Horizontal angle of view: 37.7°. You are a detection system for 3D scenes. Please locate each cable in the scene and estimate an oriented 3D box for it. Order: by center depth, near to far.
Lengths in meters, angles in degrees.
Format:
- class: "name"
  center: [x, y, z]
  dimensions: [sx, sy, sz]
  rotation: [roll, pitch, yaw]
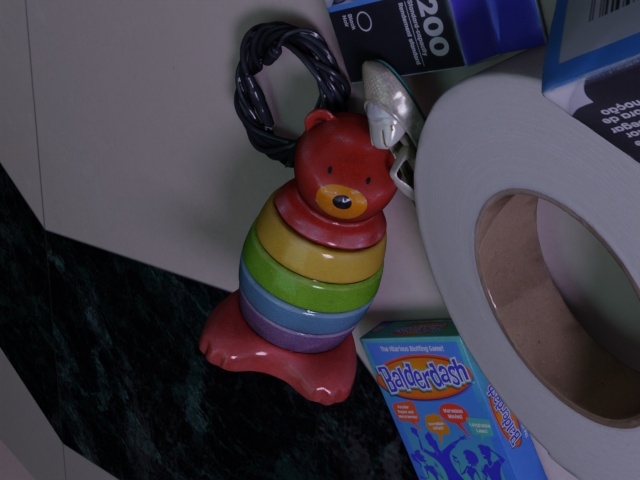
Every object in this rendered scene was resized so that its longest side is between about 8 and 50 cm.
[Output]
- class: "cable"
  center: [-0.034, -0.161, 1.004]
  dimensions: [0.150, 0.047, 0.184]
  rotation: [48, 146, 23]

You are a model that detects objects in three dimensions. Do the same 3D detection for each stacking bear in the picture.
- class: "stacking bear"
  center: [0.000, 0.000, 0.981]
  dimensions: [0.175, 0.164, 0.289]
  rotation: [20, 124, -1]

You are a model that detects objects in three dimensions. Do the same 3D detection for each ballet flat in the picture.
- class: "ballet flat"
  center: [0.078, -0.088, 0.868]
  dimensions: [0.057, 0.052, 0.168]
  rotation: [12, 143, 57]

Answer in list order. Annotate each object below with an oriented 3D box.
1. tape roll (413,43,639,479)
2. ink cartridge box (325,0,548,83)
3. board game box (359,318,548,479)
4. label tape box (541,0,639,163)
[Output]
- class: "tape roll"
  center: [0.214, 0.040, 0.739]
  dimensions: [0.392, 0.072, 0.392]
  rotation: [49, 155, 32]
- class: "ink cartridge box"
  center: [0.077, -0.245, 0.805]
  dimensions: [0.208, 0.045, 0.206]
  rotation: [0, 115, 48]
- class: "board game box"
  center: [0.145, 0.188, 1.031]
  dimensions: [0.160, 0.047, 0.210]
  rotation: [-10, 106, 52]
- class: "label tape box"
  center: [0.311, -0.067, 0.440]
  dimensions: [0.333, 0.106, 0.240]
  rotation: [27, 156, -28]
